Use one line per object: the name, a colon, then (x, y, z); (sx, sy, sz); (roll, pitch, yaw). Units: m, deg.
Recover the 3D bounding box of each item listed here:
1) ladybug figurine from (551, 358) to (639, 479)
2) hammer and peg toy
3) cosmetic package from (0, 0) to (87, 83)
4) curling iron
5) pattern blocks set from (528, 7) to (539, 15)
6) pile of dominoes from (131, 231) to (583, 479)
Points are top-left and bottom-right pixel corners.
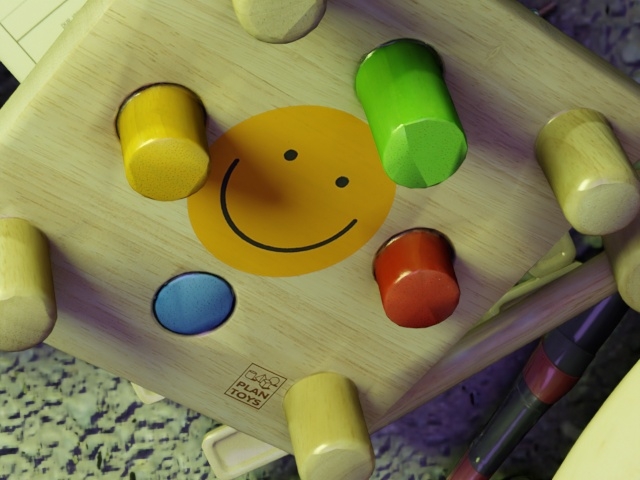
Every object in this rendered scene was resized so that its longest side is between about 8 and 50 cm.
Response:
ladybug figurine: (0.270, 0.154, 0.924); (0.305, 0.162, 0.449); (19, 110, -33)
hammer and peg toy: (0.023, 0.002, 0.845); (0.361, 0.127, 0.266); (29, 116, -31)
cosmetic package: (-0.140, -0.208, 0.873); (0.160, 0.113, 0.309); (-35, 105, 21)
curling iron: (0.135, 0.069, 0.999); (0.068, 0.035, 0.274); (17, 106, -44)
pattern blocks set: (0.137, -0.236, 0.913); (0.285, 0.026, 0.324); (-15, 104, 4)
pile of dominoes: (0.000, 0.000, 0.998); (0.251, 0.040, 0.196); (-25, 104, -1)
